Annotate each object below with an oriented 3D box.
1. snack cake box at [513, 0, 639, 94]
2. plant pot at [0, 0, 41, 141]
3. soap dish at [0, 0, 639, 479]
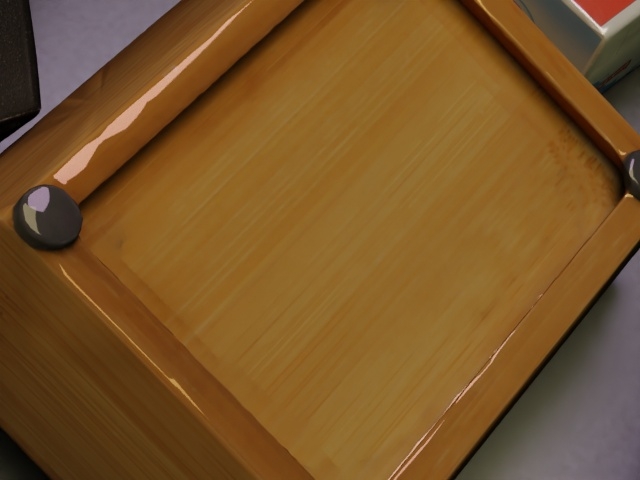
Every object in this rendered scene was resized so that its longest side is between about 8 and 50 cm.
[{"bbox_3d":[0.086,-0.201,0.896,0.152,0.089,0.264,-36,74,-30],"label":"snack cake box"},{"bbox_3d":[-0.223,-0.084,0.680,0.188,0.187,0.167,-24,86,-53],"label":"plant pot"},{"bbox_3d":[0.000,0.000,0.711,0.229,0.118,0.291,47,59,-5],"label":"soap dish"}]
